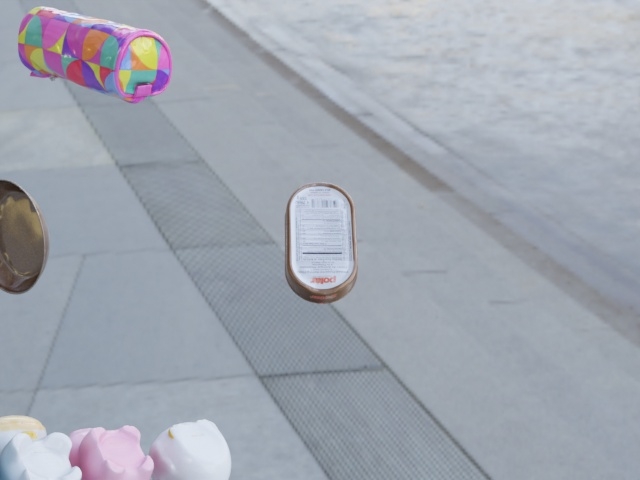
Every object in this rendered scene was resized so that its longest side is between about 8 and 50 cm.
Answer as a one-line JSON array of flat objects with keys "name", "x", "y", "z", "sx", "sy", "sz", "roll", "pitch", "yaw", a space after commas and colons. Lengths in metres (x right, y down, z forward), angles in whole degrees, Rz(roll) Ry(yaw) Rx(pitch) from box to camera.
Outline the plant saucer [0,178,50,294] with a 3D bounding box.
[{"name": "plant saucer", "x": -0.520, "y": -0.008, "z": 1.789, "sx": 0.199, "sy": 0.198, "sz": 0.036, "roll": 16, "pitch": 19, "yaw": 34}]

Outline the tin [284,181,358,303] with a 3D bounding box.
[{"name": "tin", "x": 0.000, "y": 0.000, "z": 1.522, "sx": 0.106, "sy": 0.040, "sz": 0.189, "roll": -2, "pitch": 61, "yaw": -1}]

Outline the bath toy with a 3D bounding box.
[{"name": "bath toy", "x": -0.273, "y": 0.270, "z": 1.221, "sx": 0.348, "sy": 0.129, "sz": 0.151, "roll": 6, "pitch": 35, "yaw": -36}]

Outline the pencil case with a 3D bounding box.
[{"name": "pencil case", "x": -0.301, "y": -0.245, "z": 1.383, "sx": 0.236, "sy": 0.104, "sz": 0.104, "roll": 19, "pitch": 34, "yaw": 40}]
